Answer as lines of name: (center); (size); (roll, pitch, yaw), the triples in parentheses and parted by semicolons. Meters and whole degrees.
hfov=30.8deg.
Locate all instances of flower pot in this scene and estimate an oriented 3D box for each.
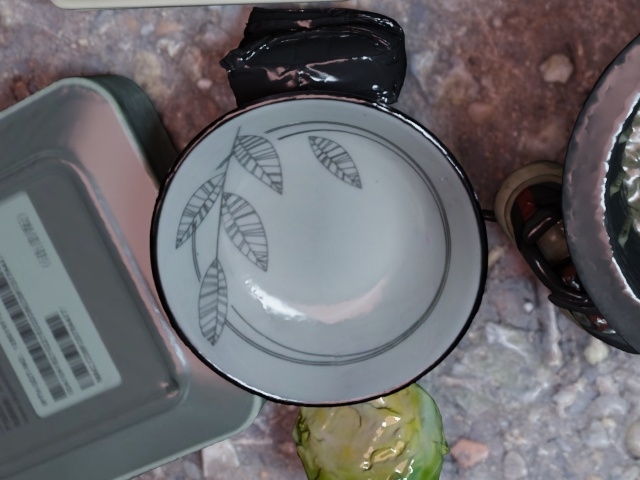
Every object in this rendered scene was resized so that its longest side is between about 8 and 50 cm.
flower pot: (0.341, -0.060, 0.930); (0.293, 0.330, 0.294); (2, 102, 11)

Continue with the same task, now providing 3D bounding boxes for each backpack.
backpack: (-0.001, -0.161, 1.103); (0.165, 0.120, 0.106); (3, 124, 12)

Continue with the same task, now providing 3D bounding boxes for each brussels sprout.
brussels sprout: (0.056, 0.204, 1.164); (0.149, 0.122, 0.151); (-27, 62, 8)

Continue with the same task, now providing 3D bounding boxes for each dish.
dish: (0.000, 0.000, 1.097); (0.316, 0.106, 0.316); (1, 112, 2)

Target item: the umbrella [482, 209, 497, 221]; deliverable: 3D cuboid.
umbrella: (0.190, -0.019, 1.134); (0.149, 0.022, 0.022); (4, 60, 12)

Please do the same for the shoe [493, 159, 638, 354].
shoe: (0.246, 0.032, 1.073); (0.099, 0.112, 0.227); (-37, 102, 18)

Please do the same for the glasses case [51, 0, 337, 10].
glasses case: (-0.112, -0.292, 1.120); (0.313, 0.070, 0.131); (1, 102, 13)

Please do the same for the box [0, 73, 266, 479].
box: (-0.289, 0.071, 1.217); (0.396, 0.111, 0.396); (-25, 95, 17)
